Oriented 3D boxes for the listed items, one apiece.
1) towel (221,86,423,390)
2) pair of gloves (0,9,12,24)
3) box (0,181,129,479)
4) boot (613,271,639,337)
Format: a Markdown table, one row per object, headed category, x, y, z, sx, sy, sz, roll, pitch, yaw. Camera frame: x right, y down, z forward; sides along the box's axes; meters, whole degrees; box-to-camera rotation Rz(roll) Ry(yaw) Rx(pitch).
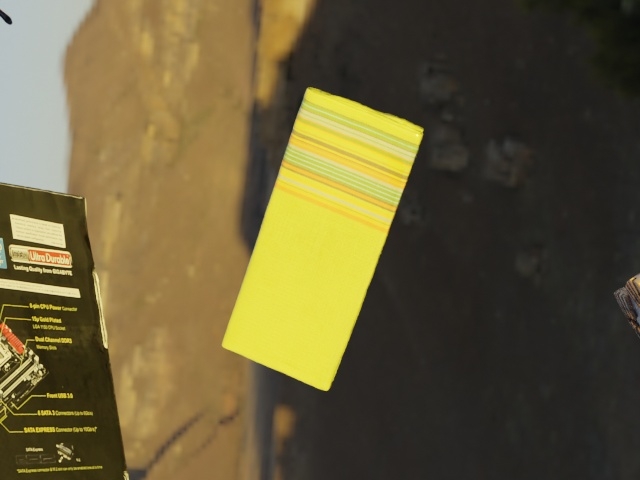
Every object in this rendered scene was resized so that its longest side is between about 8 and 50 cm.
| category | x | y | z | sx | sy | sz | roll | pitch | yaw |
| --- | --- | --- | --- | --- | --- | --- | --- | --- | --- |
| towel | 0.000 | 0.000 | 1.314 | 0.021 | 0.102 | 0.237 | -39 | -30 | -68 |
| pair of gloves | -0.379 | -0.270 | 1.799 | 0.010 | 0.074 | 0.083 | -51 | -22 | -1 |
| box | -0.222 | 0.092 | 0.786 | 0.322 | 0.079 | 0.257 | 8 | -114 | -58 |
| boot | 0.236 | 0.034 | 1.028 | 0.059 | 0.084 | 0.158 | 56 | 176 | 9 |
